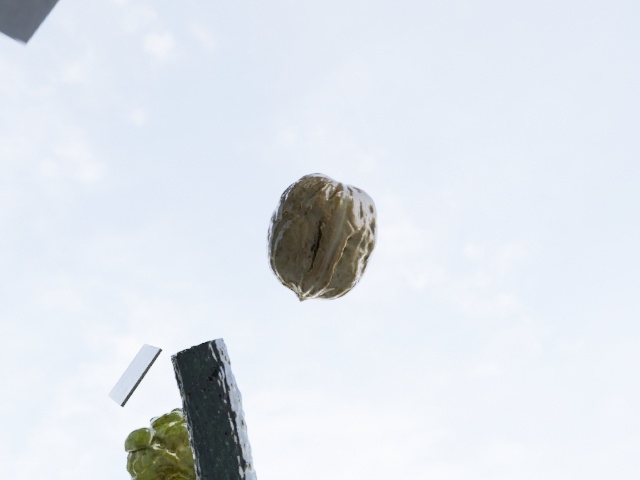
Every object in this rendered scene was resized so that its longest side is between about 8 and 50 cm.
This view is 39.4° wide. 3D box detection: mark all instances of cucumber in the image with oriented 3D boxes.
[{"bbox_3d":[-0.095,0.246,0.907,0.067,0.294,0.067,-13,-15,-4],"label":"cucumber"}]

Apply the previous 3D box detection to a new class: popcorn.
[{"bbox_3d":[-0.265,0.464,1.772,0.241,0.235,0.250,-9,-75,-7],"label":"popcorn"}]

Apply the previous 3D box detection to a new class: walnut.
[{"bbox_3d":[0.000,0.000,1.271,0.155,0.155,0.184,16,-86,-13],"label":"walnut"}]

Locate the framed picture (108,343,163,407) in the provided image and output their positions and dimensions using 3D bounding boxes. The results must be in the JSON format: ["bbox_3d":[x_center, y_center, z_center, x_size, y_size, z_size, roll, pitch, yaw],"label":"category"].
[{"bbox_3d":[-0.383,0.274,1.841,0.010,0.136,0.201,36,-15,-15],"label":"framed picture"}]
